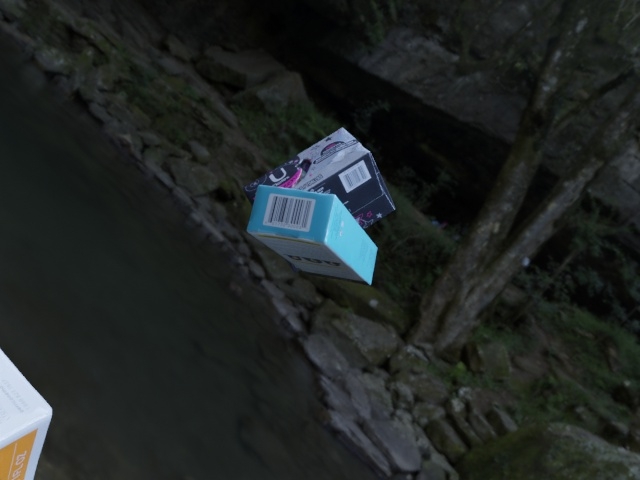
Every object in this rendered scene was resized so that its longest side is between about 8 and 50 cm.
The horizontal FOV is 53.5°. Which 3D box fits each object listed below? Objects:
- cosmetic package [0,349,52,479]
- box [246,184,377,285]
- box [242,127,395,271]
[{"bbox_3d":[-0.543,0.302,0.671,0.161,0.230,0.453,40,35,18],"label":"cosmetic package"},{"bbox_3d":[0.000,0.000,0.828,0.100,0.060,0.244,9,-12,18],"label":"box"},{"bbox_3d":[-0.005,-0.087,1.291,0.163,0.247,0.142,60,-5,-37],"label":"box"}]
